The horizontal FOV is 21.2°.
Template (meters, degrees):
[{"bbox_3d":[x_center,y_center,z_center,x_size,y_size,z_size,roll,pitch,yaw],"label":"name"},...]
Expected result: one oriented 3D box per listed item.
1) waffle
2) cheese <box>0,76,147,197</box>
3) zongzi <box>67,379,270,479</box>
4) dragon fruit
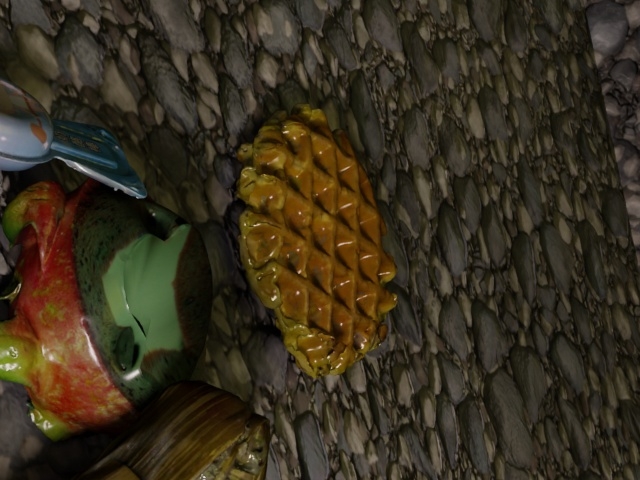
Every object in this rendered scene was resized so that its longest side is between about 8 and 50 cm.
[{"bbox_3d":[0.000,0.000,1.956,0.302,0.068,0.325,66,31,-13],"label":"waffle"},{"bbox_3d":[-0.266,-0.099,1.488,0.245,0.052,0.135,18,26,-37],"label":"cheese"},{"bbox_3d":[-0.197,0.218,1.370,0.288,0.134,0.286,31,77,-32],"label":"zongzi"},{"bbox_3d":[-0.186,0.061,1.545,0.295,0.130,0.268,-40,115,-60],"label":"dragon fruit"}]
